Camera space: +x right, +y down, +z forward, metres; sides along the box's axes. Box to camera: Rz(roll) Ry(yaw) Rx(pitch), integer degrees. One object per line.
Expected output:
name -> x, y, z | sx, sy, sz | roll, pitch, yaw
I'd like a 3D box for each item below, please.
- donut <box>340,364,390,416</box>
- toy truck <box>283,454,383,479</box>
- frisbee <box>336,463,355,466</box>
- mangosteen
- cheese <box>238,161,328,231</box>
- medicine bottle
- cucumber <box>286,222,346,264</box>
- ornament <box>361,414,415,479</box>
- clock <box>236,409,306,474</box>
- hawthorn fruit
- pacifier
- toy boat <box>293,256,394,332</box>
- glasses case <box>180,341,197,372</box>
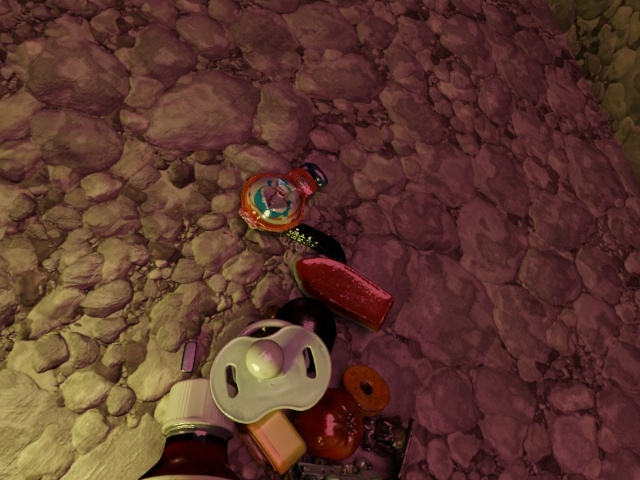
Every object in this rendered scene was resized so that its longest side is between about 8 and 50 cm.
donut -> 0.124, 0.432, 1.235 | 0.151, 0.058, 0.152 | 13, 31, -8
toy truck -> 0.036, 0.635, 1.098 | 0.259, 0.128, 0.135 | 9, 90, -18
frisbee -> 0.076, 0.727, 1.136 | 0.250, 0.021, 0.251 | 8, 64, -17
mangosteen -> -0.080, 0.254, 1.196 | 0.249, 0.211, 0.212 | 11, 62, 4
cheese -> -0.118, -0.149, 1.396 | 0.329, 0.129, 0.217 | -36, 84, -29
medicine bottle -> -0.289, 0.526, 0.969 | 0.242, 0.243, 0.395 | 11, 44, -15
cucumber -> 0.000, 0.000, 1.423 | 0.219, 0.046, 0.071 | 29, 53, -5
ornament -> 0.152, 0.551, 1.214 | 0.195, 0.153, 0.166 | 17, 59, 15
clock -> -0.126, 0.487, 1.065 | 0.096, 0.202, 0.143 | -31, 80, -30
hawthorn fruit -> 0.007, 0.484, 1.137 | 0.179, 0.200, 0.179 | 30, 48, -40
pacifier -> -0.116, 0.275, 0.984 | 0.286, 0.226, 0.239 | -8, 63, -6
toy boat -> 0.057, 0.156, 1.333 | 0.331, 0.133, 0.145 | 31, 65, 7
glasses case -> -0.354, 0.314, 1.163 | 0.033, 0.023, 0.084 | 8, 63, -11
